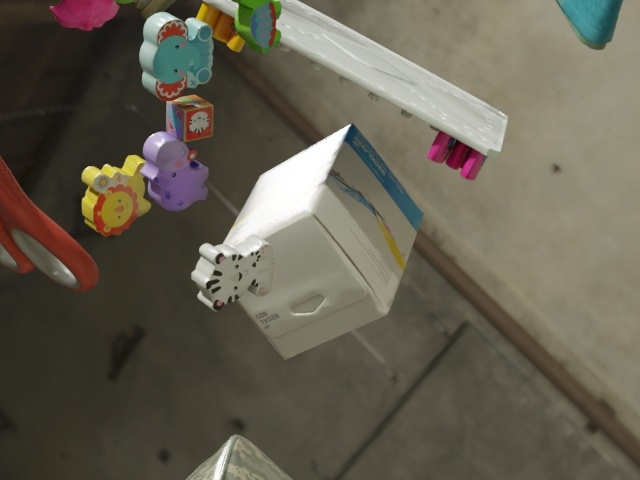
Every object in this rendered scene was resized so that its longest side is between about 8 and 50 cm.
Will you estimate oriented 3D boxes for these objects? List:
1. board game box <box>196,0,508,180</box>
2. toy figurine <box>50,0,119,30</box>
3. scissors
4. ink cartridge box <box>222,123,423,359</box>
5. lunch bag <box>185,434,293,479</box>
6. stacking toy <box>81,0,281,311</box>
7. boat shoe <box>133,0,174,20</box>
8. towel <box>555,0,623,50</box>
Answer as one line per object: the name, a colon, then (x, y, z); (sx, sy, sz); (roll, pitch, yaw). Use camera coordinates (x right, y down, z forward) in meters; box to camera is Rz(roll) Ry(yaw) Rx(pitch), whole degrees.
board game box: (0.052, -0.210, 1.675); (0.050, 0.390, 0.390); (-62, -3, 14)
toy figurine: (-0.298, -0.338, 1.609); (0.173, 0.130, 0.159); (-74, -27, -61)
scissors: (-0.208, -0.056, 0.744); (0.021, 0.109, 0.297); (-55, -28, -21)
ink cartridge box: (0.000, 0.000, 1.693); (0.171, 0.168, 0.232); (-27, 21, 29)
lunch bag: (-0.085, 0.391, 1.362); (0.256, 0.305, 0.212); (-46, 8, 7)
stacking toy: (-0.095, -0.081, 0.832); (0.052, 0.167, 0.221); (-15, -60, -35)
boat shoe: (-0.180, -0.414, 1.753); (0.302, 0.103, 0.113); (-36, 6, 40)
towel: (0.364, -0.467, 1.692); (0.040, 0.271, 0.370); (-3, -46, -18)
